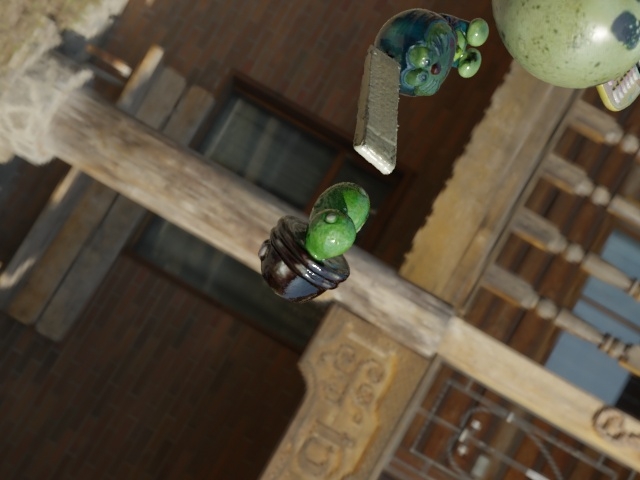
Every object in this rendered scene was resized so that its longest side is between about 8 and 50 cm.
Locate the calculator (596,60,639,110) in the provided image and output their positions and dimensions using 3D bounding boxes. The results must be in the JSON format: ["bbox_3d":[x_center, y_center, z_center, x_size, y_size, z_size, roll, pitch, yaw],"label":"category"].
[{"bbox_3d":[0.453,-0.290,1.538,0.033,0.157,0.236,-14,-161,37],"label":"calculator"}]

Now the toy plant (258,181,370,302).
[{"bbox_3d":[0.000,0.000,1.912,0.235,0.175,0.218,-48,-173,18],"label":"toy plant"}]

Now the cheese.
[{"bbox_3d":[0.108,-0.250,1.820,0.034,0.085,0.400,-41,-159,29],"label":"cheese"}]

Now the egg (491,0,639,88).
[{"bbox_3d":[0.286,-0.274,1.156,0.177,0.177,0.228,-61,-143,17],"label":"egg"}]

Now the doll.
[{"bbox_3d":[0.242,-0.440,2.316,0.322,0.186,0.199,-21,131,-50],"label":"doll"}]
